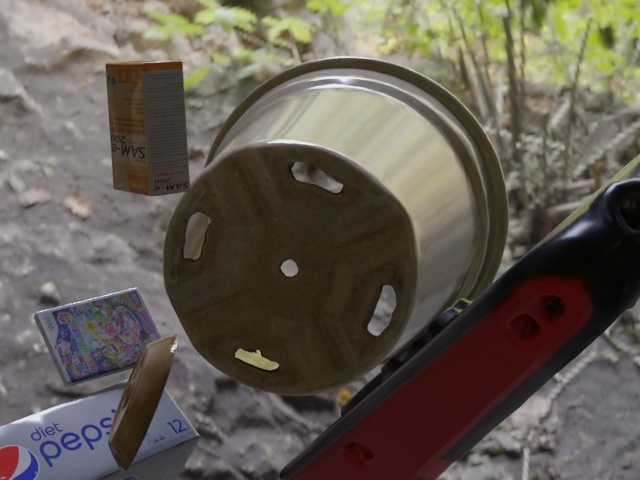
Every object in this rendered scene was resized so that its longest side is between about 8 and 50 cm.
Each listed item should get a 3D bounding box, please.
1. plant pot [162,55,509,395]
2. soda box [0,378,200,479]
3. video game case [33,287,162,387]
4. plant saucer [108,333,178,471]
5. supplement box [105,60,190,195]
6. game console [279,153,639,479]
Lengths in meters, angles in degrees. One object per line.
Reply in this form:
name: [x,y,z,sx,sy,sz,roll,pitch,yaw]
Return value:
plant pot: [0.000,0.000,1.192,0.334,0.333,0.305,-10,9,14]
soda box: [-0.268,0.231,1.251,0.286,0.091,0.098,-19,59,-41]
video game case: [-0.229,0.100,1.321,0.122,0.011,0.087,-14,66,-36]
plant saucer: [-0.104,0.090,0.717,0.015,0.083,0.083,22,38,-10]
supplement box: [-0.130,-0.085,0.944,0.036,0.098,0.062,-9,12,-35]
game console: [0.154,-0.026,0.576,0.386,0.342,0.060,-39,78,-26]
